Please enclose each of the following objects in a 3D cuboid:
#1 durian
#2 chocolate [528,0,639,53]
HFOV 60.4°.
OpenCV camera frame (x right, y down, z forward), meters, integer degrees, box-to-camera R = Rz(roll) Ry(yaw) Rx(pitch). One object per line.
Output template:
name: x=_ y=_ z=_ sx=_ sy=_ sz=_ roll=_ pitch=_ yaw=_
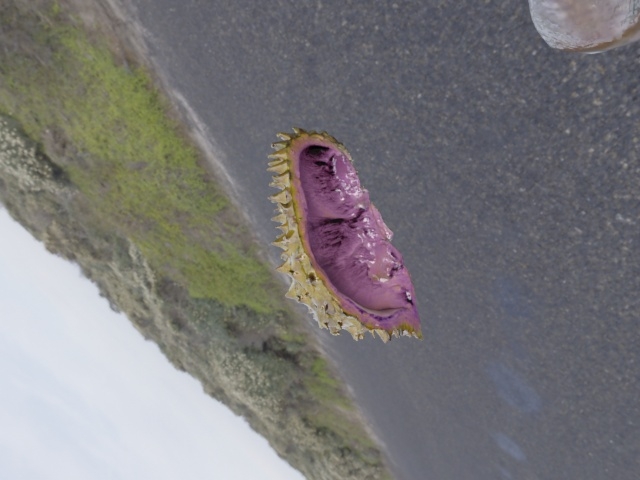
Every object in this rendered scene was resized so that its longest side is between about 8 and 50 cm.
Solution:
durian: x=0.000 y=-0.001 z=0.728 sx=0.112 sy=0.191 sz=0.341 roll=-38 pitch=70 yaw=44
chocolate: x=0.241 y=-0.287 z=0.395 sx=0.100 sy=0.185 sz=0.303 roll=-114 pitch=2 yaw=-55
